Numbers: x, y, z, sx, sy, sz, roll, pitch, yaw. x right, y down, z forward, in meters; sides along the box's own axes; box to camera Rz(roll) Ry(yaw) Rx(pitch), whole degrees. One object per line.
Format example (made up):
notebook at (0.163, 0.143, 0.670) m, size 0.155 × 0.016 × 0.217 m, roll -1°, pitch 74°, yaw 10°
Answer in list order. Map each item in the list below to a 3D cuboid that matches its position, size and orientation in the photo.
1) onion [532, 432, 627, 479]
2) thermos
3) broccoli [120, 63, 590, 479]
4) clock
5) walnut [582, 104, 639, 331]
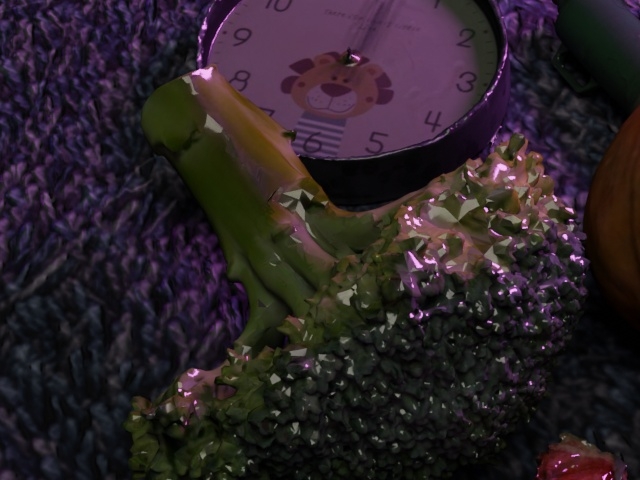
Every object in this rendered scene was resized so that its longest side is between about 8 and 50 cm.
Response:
onion at (0.140, 0.290, 0.828) m, size 0.267 × 0.159 × 0.349 m, roll 17°, pitch 33°, yaw 20°
thermos at (0.281, -0.177, 1.205) m, size 0.073 × 0.083 × 0.188 m, roll -8°, pitch 49°, yaw -28°
broccoli at (0.035, 0.004, 0.995) m, size 0.353 × 0.275 × 0.397 m, roll 6°, pitch 45°, yaw -13°
clock at (0.031, -0.172, 1.221) m, size 0.312 × 0.061 × 0.313 m, roll -2°, pitch 54°, yaw 3°
walnut at (0.333, -0.053, 1.030) m, size 0.209 × 0.209 × 0.336 m, roll 16°, pitch 48°, yaw 15°
